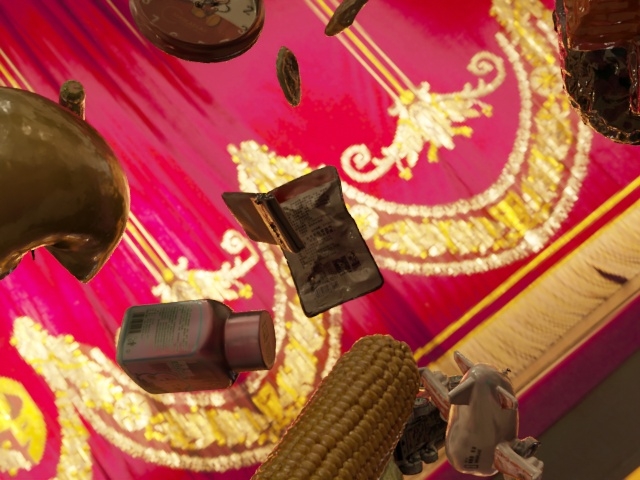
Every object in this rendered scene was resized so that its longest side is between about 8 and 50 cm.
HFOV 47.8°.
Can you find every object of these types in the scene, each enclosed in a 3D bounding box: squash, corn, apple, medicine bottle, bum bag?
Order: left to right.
[{"bbox_3d":[-0.399,-0.079,0.963,0.233,0.257,0.295,-45,-29,28],"label":"apple"},{"bbox_3d":[-0.615,-0.331,1.789,0.066,0.066,0.229,-34,-1,-25],"label":"squash"},{"bbox_3d":[-0.159,0.140,0.958,0.188,0.094,0.119,-6,-36,11],"label":"medicine bottle"},{"bbox_3d":[-0.097,-0.031,1.149,0.026,0.109,0.159,-45,28,-25],"label":"bum bag"},{"bbox_3d":[0.013,0.278,0.913,0.387,0.144,0.144,-46,-6,-40],"label":"corn"}]

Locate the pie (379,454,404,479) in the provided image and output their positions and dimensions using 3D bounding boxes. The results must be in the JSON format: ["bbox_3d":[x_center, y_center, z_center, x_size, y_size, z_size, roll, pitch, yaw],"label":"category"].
[{"bbox_3d":[0.043,0.513,1.422,0.105,0.257,0.274,41,-120,-57],"label":"pie"}]

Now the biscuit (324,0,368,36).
[{"bbox_3d":[0.095,-0.482,1.384,0.183,0.039,0.174,-22,31,53],"label":"biscuit"}]

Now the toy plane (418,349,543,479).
[{"bbox_3d":[0.239,0.273,1.091,0.118,0.252,0.252,-30,-16,-21],"label":"toy plane"}]

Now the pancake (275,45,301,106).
[{"bbox_3d":[-0.054,-0.286,1.255,0.017,0.108,0.108,-7,-4,17],"label":"pancake"}]

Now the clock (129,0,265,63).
[{"bbox_3d":[-0.286,-0.549,1.696,0.319,0.318,0.080,-34,-13,-25],"label":"clock"}]

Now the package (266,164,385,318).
[{"bbox_3d":[0.000,0.000,1.259,0.154,0.239,0.030,-23,-6,13],"label":"package"}]

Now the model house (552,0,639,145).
[{"bbox_3d":[0.352,-0.253,0.651,0.298,0.359,0.339,-1,12,21],"label":"model house"}]

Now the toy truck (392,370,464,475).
[{"bbox_3d":[0.211,0.390,1.613,0.185,0.132,0.338,-1,11,45],"label":"toy truck"}]
